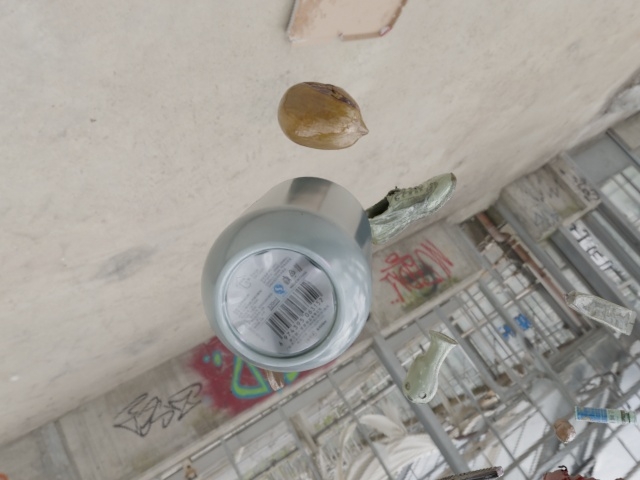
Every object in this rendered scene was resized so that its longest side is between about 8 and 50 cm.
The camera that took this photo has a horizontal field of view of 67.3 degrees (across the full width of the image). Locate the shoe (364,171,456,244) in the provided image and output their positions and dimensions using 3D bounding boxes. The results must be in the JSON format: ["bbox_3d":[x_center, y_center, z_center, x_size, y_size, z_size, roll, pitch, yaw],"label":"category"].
[{"bbox_3d":[0.213,-0.094,1.209,0.275,0.103,0.098,-35,120,24],"label":"shoe"}]

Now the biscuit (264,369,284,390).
[{"bbox_3d":[-0.133,0.352,1.319,0.026,0.124,0.175,-18,156,1],"label":"biscuit"}]

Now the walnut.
[{"bbox_3d":[0.010,-0.368,1.461,0.203,0.298,0.203,-59,165,-27],"label":"walnut"}]

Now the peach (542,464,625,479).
[{"bbox_3d":[0.536,0.525,0.920,0.190,0.226,0.196,-3,116,-19],"label":"peach"}]

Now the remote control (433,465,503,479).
[{"bbox_3d":[0.342,0.585,1.173,0.212,0.028,0.059,-28,154,26],"label":"remote control"}]

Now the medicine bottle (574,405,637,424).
[{"bbox_3d":[1.013,0.624,1.715,0.191,0.051,0.051,-6,176,29],"label":"medicine bottle"}]

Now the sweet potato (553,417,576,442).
[{"bbox_3d":[0.682,0.535,1.344,0.056,0.056,0.195,-39,158,15],"label":"sweet potato"}]

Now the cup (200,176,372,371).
[{"bbox_3d":[-0.030,0.029,0.648,0.205,0.205,0.312,-37,-173,11],"label":"cup"}]

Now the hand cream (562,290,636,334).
[{"bbox_3d":[0.626,0.155,1.081,0.037,0.165,0.057,104,9,-80],"label":"hand cream"}]

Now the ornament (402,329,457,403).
[{"bbox_3d":[0.230,0.276,1.040,0.075,0.081,0.156,19,97,-39],"label":"ornament"}]
